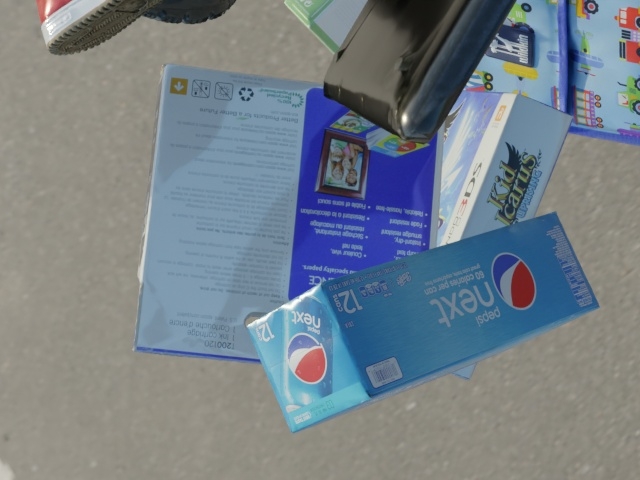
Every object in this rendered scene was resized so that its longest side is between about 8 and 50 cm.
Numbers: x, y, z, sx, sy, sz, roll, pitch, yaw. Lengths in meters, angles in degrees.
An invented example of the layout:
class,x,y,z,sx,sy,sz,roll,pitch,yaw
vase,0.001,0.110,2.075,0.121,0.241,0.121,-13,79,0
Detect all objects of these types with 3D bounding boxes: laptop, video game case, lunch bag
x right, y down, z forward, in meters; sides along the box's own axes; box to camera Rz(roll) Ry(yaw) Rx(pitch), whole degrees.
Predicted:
class,x,y,z,sx,sy,sz,roll,pitch,yaw
laptop,0.210,-0.175,0.635,0.236,0.382,0.408,30,95,-6
video game case,0.117,-0.018,1.389,0.061,0.269,0.244,22,91,-14
lunch bag,0.268,-0.237,1.655,0.293,0.138,0.221,8,133,22

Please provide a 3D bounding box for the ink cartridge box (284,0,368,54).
class,x,y,z,sx,sy,sz,roll,pitch,yaw
ink cartridge box,0.086,-0.314,1.757,0.235,0.171,0.056,-44,65,6

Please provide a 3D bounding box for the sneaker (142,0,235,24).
class,x,y,z,sx,sy,sz,roll,pitch,yaw
sneaker,-0.056,-0.221,0.926,0.109,0.286,0.130,31,127,23

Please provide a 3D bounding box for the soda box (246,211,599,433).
class,x,y,z,sx,sy,sz,roll,pitch,yaw
soda box,0.064,0.043,0.855,0.071,0.210,0.067,-31,78,45

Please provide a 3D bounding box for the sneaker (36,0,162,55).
class,x,y,z,sx,sy,sz,roll,pitch,yaw
sneaker,-0.083,-0.134,0.643,0.118,0.042,0.067,-26,79,28

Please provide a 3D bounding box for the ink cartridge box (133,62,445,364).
class,x,y,z,sx,sy,sz,roll,pitch,yaw
ink cartridge box,-0.021,-0.010,1.053,0.045,0.206,0.208,123,153,-74
